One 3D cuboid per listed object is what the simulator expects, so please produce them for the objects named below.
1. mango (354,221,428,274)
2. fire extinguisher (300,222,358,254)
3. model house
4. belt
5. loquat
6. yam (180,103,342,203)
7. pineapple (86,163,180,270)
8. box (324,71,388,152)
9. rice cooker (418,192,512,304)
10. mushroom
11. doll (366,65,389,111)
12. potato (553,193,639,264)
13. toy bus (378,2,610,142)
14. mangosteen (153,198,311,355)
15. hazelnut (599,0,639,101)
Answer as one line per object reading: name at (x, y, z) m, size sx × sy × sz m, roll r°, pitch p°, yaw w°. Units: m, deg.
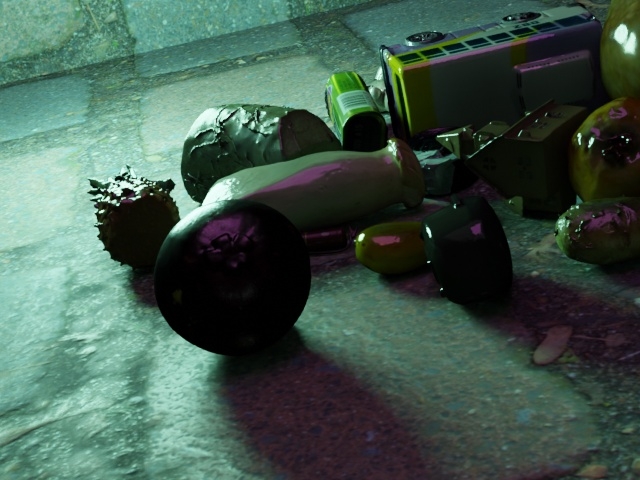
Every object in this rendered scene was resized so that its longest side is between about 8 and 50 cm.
mango at (0.134, 0.008, 1.778) m, size 0.161 × 0.076 × 0.103 m, roll -9°, pitch 17°, yaw -3°
fire extinguisher at (0.000, 0.000, 1.910) m, size 0.132 × 0.039 × 0.056 m, roll -7°, pitch 55°, yaw 9°
model house at (0.302, -0.139, 1.902) m, size 0.248 × 0.176 × 0.181 m, roll 13°, pitch 32°, yaw 37°
belt at (0.219, -0.149, 2.107) m, size 0.151 × 0.078 × 0.198 m, roll -5°, pitch 25°, yaw 13°
loquat at (0.473, -0.130, 1.768) m, size 0.176 × 0.187 × 0.234 m, roll -2°, pitch -3°, yaw 29°
yam at (-0.112, -0.166, 2.183) m, size 0.271 × 0.201 × 0.202 m, roll 16°, pitch 35°, yaw 38°
pineapple at (-0.344, -0.067, 2.101) m, size 0.165 × 0.166 × 0.364 m, roll -15°, pitch 20°, yaw -9°
box at (0.070, -0.244, 2.341) m, size 0.097 × 0.134 × 0.345 m, roll -8°, pitch 23°, yaw -2°
rice cooker at (0.212, 0.012, 1.646) m, size 0.118 × 0.142 × 0.203 m, roll -22°, pitch 18°, yaw 8°
mushroom at (-0.023, -0.080, 1.991) m, size 0.407 × 0.138 × 0.154 m, roll -12°, pitch 10°, yaw -8°
doll at (0.166, -0.327, 2.544) m, size 0.192 × 0.095 × 0.149 m, roll 11°, pitch 37°, yaw 40°
potato at (0.454, -0.020, 1.661) m, size 0.225 × 0.090 × 0.117 m, roll -7°, pitch 37°, yaw 4°
toy bus at (0.361, -0.323, 2.278) m, size 0.439 × 0.209 × 0.249 m, roll -13°, pitch 22°, yaw -3°
mangosteen at (-0.123, 0.061, 1.640) m, size 0.228 × 0.228 × 0.265 m, roll -14°, pitch -19°, yaw -5°
hazelnut at (0.680, -0.358, 2.066) m, size 0.365 × 0.366 × 0.366 m, roll -10°, pitch 22°, yaw 4°
